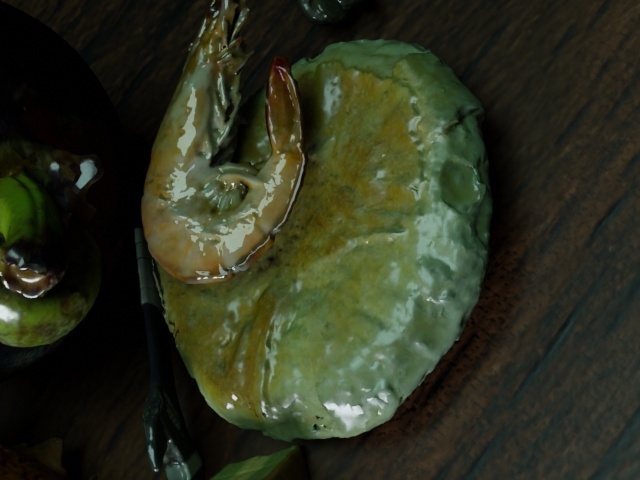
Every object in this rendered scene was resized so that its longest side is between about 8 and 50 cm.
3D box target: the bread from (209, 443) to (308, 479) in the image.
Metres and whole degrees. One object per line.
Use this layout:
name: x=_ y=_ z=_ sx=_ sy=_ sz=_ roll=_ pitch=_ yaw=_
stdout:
bread: x=-0.033 y=0.228 z=1.128 sx=0.074 sy=0.084 sz=0.139 roll=-20 pitch=94 yaw=25

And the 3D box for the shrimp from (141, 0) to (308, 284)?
shrimp: x=-0.064 y=-0.083 z=1.153 sx=0.133 sy=0.053 sz=0.236 roll=4 pitch=78 yaw=40

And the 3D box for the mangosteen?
mangosteen: x=-0.273 y=-0.040 z=1.150 sx=0.359 sy=0.306 sz=0.306 roll=-14 pitch=62 yaw=61

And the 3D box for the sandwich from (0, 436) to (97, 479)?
sandwich: x=-0.256 y=0.219 z=1.159 sx=0.301 sy=0.162 sz=0.250 roll=9 pitch=43 yaw=15

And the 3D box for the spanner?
spanner: x=-0.126 y=0.051 z=1.213 sx=0.024 sy=0.087 sz=0.316 roll=-16 pitch=61 yaw=11

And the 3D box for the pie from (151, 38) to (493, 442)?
pie: x=0.000 y=0.000 z=1.152 sx=0.306 sy=0.071 sz=0.306 roll=-14 pitch=65 yaw=31

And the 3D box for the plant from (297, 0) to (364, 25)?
plant: x=-0.020 y=-0.234 z=1.247 sx=0.174 sy=0.087 sz=0.085 roll=59 pitch=142 yaw=29
